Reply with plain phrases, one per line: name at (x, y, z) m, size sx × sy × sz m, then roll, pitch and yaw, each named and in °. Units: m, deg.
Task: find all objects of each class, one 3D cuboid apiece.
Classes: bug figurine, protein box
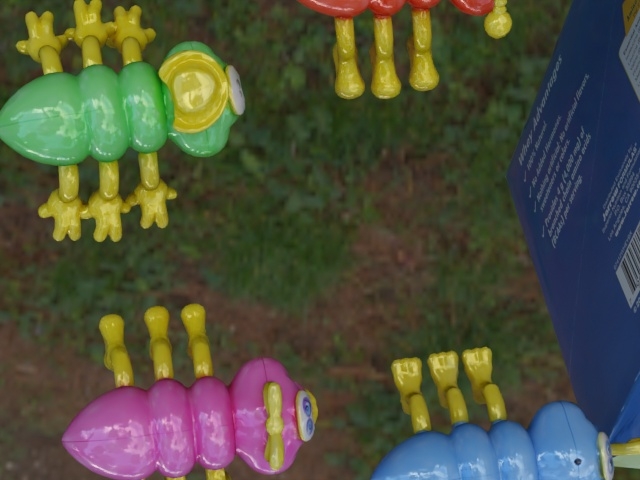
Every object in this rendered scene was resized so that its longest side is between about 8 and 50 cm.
bug figurine at (0.000, 0.000, 0.639) m, size 0.216 × 0.279 × 0.072 m, roll -11°, pitch 180°, yaw -6°
protein box at (0.188, -0.037, 0.743) m, size 0.136 × 0.201 × 0.199 m, roll 8°, pitch 127°, yaw -13°
